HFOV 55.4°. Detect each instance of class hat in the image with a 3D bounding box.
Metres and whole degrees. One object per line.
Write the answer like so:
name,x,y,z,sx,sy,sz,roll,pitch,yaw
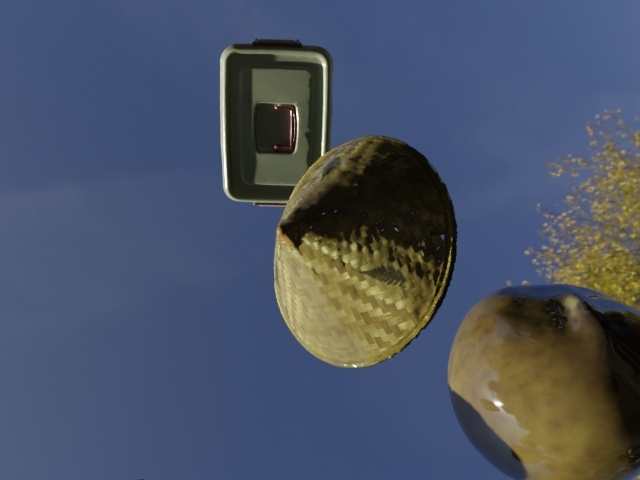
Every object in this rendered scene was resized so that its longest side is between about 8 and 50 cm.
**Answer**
hat,0.000,0.000,0.355,0.067,0.146,0.145,15,-106,-46

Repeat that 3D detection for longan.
longan,0.333,0.198,0.850,0.319,0.319,0.318,3,-101,-17

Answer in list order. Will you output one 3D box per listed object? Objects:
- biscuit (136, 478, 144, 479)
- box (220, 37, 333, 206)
biscuit,-0.340,0.454,0.872,0.259,0.259,0.079,-40,-100,-19
box,-0.078,-0.223,1.121,0.194,0.167,0.293,2,-66,-2
